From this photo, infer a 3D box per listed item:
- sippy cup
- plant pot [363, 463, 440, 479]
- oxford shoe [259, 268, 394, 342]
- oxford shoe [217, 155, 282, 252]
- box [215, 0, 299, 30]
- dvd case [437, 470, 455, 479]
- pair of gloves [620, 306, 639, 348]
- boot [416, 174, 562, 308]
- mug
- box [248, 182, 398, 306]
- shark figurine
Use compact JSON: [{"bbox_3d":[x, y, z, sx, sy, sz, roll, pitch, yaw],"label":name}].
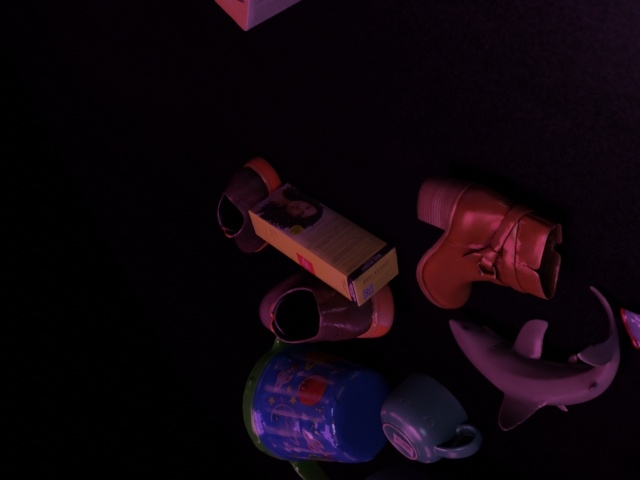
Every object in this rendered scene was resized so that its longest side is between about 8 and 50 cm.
[{"bbox_3d":[0.011,0.312,1.243,0.224,0.240,0.305,-3,131,50],"label":"sippy cup"},{"bbox_3d":[0.200,0.573,1.118,0.334,0.341,0.341,23,143,57],"label":"plant pot"},{"bbox_3d":[-0.035,0.107,1.083,0.364,0.133,0.129,-18,79,60],"label":"oxford shoe"},{"bbox_3d":[-0.138,-0.042,1.144,0.097,0.098,0.271,45,155,15],"label":"oxford shoe"},{"bbox_3d":[-0.076,-0.323,0.653,0.130,0.091,0.170,46,156,14],"label":"box"},{"bbox_3d":[0.277,0.494,1.253,0.119,0.013,0.087,27,146,45],"label":"dvd case"},{"bbox_3d":[0.360,0.133,0.591,0.159,0.023,0.198,4,127,62],"label":"pair of gloves"},{"bbox_3d":[0.180,0.029,0.711,0.152,0.073,0.197,26,148,38],"label":"boot"},{"bbox_3d":[0.166,0.292,1.065,0.129,0.097,0.158,54,157,-3],"label":"mug"},{"bbox_3d":[0.000,0.000,0.974,0.232,0.087,0.058,32,150,36],"label":"box"},{"bbox_3d":[0.243,0.159,0.729,0.166,0.116,0.278,53,158,-4],"label":"shark figurine"}]
